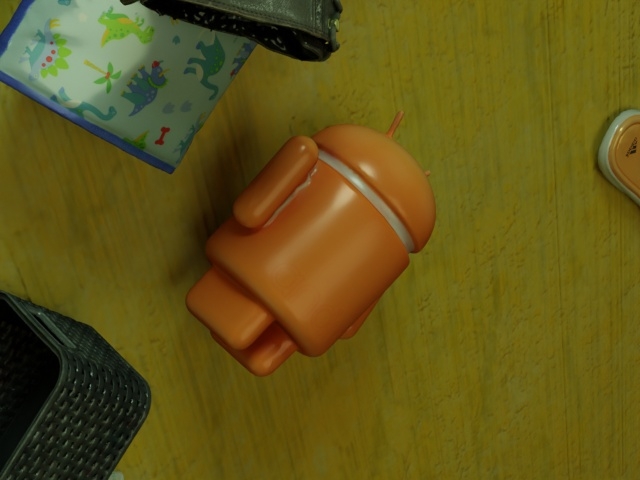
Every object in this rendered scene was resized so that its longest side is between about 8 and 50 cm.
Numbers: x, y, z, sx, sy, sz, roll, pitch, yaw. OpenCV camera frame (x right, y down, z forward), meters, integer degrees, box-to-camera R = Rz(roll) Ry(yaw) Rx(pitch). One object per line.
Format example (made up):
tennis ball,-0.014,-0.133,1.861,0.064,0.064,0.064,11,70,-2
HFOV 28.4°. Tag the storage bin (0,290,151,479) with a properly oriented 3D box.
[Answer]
storage bin,-0.215,0.142,0.873,0.084,0.122,0.180,29,95,-46

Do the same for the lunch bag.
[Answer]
lunch bag,-0.128,-0.132,0.804,0.129,0.096,0.151,-58,146,4

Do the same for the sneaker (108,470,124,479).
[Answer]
sneaker,-0.199,0.281,1.012,0.094,0.080,0.212,-8,119,-51

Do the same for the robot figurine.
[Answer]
robot figurine,0.000,0.001,0.972,0.219,0.128,0.158,-46,101,-9

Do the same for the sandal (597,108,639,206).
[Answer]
sandal,0.376,-0.053,1.295,0.265,0.076,0.102,19,102,-45

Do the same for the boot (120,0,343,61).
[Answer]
boot,-0.005,-0.224,0.794,0.263,0.091,0.229,2,84,-31
